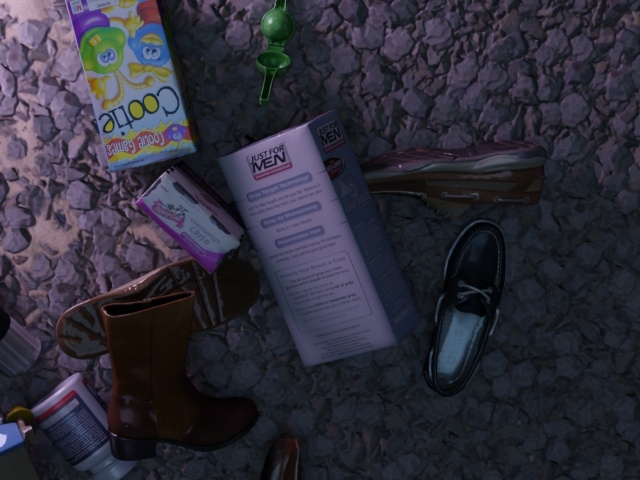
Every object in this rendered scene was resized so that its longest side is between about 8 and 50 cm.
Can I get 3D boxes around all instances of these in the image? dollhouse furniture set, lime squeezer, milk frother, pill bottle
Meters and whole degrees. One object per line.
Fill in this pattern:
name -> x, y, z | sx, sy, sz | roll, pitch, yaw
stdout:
dollhouse furniture set -> -0.602, 0.404, 1.977 | 0.303, 0.198, 0.286 | -25, 137, -14
lime squeezer -> -0.077, -0.334, 1.891 | 0.059, 0.110, 0.310 | 1, 67, 15
milk frother -> -0.533, 0.128, 1.951 | 0.143, 0.129, 0.135 | -57, 134, -21
pill bottle -> -0.391, 0.322, 1.969 | 0.108, 0.108, 0.180 | -37, 96, 4

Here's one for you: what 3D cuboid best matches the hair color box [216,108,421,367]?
hair color box -> 0.000, 0.000, 1.892 | 0.185, 0.113, 0.374 | -18, 100, 32

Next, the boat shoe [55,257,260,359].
boat shoe -> -0.270, 0.105, 1.942 | 0.341, 0.110, 0.122 | -14, 92, -13

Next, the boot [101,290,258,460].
boot -> -0.222, 0.204, 1.904 | 0.264, 0.096, 0.280 | -4, 115, -17

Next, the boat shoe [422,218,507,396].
boat shoe -> 0.248, 0.115, 1.957 | 0.114, 0.091, 0.302 | 10, 98, -2

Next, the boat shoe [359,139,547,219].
boat shoe -> 0.209, -0.089, 1.917 | 0.324, 0.123, 0.116 | -4, 106, 6

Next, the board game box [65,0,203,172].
board game box -> -0.292, -0.262, 1.871 | 0.142, 0.144, 0.275 | -13, 98, 1

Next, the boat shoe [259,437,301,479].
boat shoe -> -0.047, 0.491, 2.001 | 0.120, 0.122, 0.324 | 3, 106, -7

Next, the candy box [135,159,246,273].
candy box -> -0.198, -0.042, 1.858 | 0.159, 0.233, 0.071 | 44, 95, -6
